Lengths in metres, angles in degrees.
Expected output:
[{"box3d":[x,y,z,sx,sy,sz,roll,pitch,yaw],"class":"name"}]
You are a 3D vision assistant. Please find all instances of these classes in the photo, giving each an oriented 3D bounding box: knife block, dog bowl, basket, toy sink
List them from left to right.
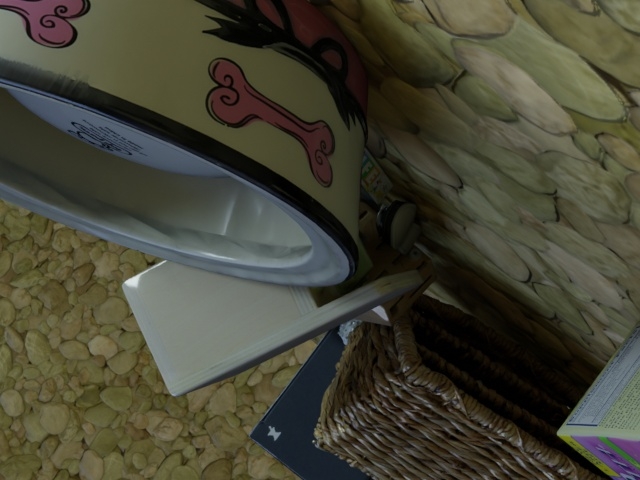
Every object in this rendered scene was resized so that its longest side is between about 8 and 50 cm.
[{"box3d":[-0.144,-0.105,0.912,0.407,0.150,0.408,17,167,4],"class":"dog bowl"},{"box3d":[-0.044,0.036,1.144,0.131,0.234,0.153,65,-162,6],"class":"toy sink"},{"box3d":[-0.030,0.024,1.336,0.275,0.088,0.242,41,147,10],"class":"knife block"},{"box3d":[0.183,0.173,1.304,0.299,0.213,0.223,32,141,-9],"class":"basket"}]

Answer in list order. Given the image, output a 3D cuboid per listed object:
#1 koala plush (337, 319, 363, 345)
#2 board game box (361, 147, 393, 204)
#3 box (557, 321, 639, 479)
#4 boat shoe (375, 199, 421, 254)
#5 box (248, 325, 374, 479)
[{"box3d":[0.119,0.192,1.693,0.196,0.203,0.221,44,-178,-33],"class":"koala plush"},{"box3d":[-0.010,-0.098,1.146,0.154,0.026,0.103,32,170,39],"class":"board game box"},{"box3d":[0.313,0.160,0.849,0.213,0.117,0.243,38,172,2],"class":"box"},{"box3d":[0.073,-0.018,1.178,0.038,0.046,0.125,31,179,14],"class":"boat shoe"},{"box3d":[0.065,0.316,2.146,0.212,0.293,0.395,36,172,14],"class":"box"}]
